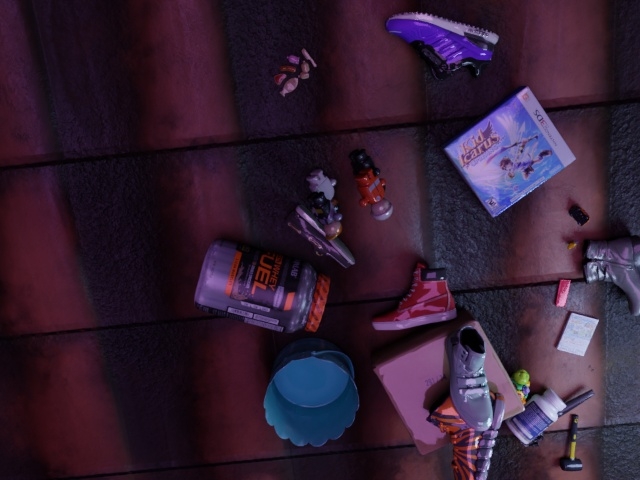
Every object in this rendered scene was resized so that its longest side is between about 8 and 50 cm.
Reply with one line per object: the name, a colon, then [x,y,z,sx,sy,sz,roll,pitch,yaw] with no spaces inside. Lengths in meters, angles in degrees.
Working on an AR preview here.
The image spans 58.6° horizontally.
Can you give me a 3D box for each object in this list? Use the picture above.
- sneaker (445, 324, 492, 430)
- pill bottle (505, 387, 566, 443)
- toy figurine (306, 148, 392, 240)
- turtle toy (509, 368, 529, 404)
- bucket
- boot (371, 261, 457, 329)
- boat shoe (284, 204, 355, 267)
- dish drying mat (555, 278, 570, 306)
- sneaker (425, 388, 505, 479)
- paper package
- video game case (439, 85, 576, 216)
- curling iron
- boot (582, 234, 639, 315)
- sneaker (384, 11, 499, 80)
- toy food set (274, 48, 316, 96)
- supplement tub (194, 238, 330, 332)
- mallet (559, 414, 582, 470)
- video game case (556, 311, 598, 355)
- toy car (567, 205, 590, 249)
sneaker: [0.375,0.338,1.419,0.094,0.151,0.255,-9,66,-4]
pill bottle: [0.655,0.529,1.729,0.094,0.094,0.169,43,100,-10]
toy figurine: [0.074,-0.118,1.504,0.210,0.213,0.148,-26,119,9]
turtle toy: [0.591,0.446,1.722,0.095,0.066,0.130,10,104,-3]
bucket: [-0.025,0.428,1.654,0.282,0.183,0.280,0,105,0]
boot: [0.253,0.160,1.647,0.245,0.088,0.176,-15,90,11]
boat shoe: [0.000,0.000,1.599,0.228,0.081,0.069,44,103,-3]
dish drying mat: [0.713,0.155,1.678,0.032,0.008,0.083,4,103,-2]
sneaker: [0.359,0.533,1.512,0.180,0.124,0.320,16,85,8]
paper package: [0.356,0.402,1.634,0.325,0.168,0.309,-28,92,6]
video game case: [0.507,-0.239,1.548,0.270,0.061,0.244,-37,101,9]
curling iron: [0.731,0.547,1.766,0.274,0.035,0.068,-43,105,10]
boot: [0.838,0.106,1.640,0.161,0.083,0.246,-9,99,9]
sneaker: [0.299,-0.488,1.461,0.294,0.102,0.146,13,105,-4]
toy food set: [-0.073,-0.449,1.513,0.122,0.019,0.078,-35,102,16]
supplement tub: [-0.157,0.131,1.564,0.338,0.207,0.207,15,104,-5]
mallet: [0.785,0.639,1.792,0.063,0.039,0.189,-7,100,-2]
video game case: [0.770,0.281,1.709,0.087,0.011,0.121,15,104,-4]
toy car: [0.724,-0.040,1.624,0.041,0.060,0.122,-13,131,-41]
